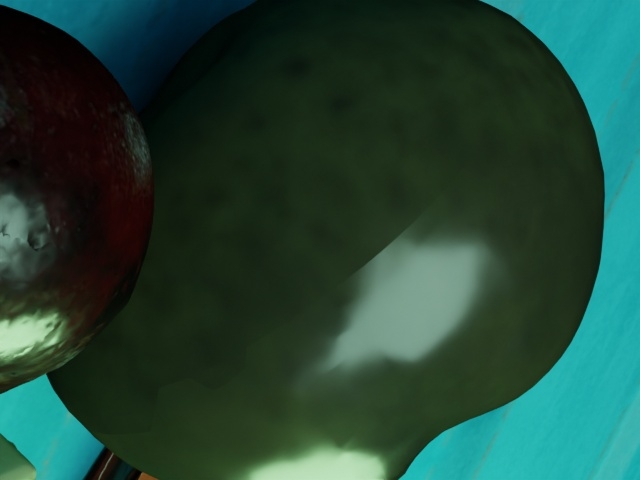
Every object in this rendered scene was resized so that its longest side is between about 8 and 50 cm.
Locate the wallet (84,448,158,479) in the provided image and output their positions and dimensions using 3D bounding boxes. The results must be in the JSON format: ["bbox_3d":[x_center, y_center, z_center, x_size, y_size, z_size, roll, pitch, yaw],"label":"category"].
[{"bbox_3d":[-0.098,0.212,1.220,0.142,0.045,0.204,-57,143,0],"label":"wallet"}]

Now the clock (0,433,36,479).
[{"bbox_3d":[-0.335,0.250,0.945,0.379,0.120,0.276,-18,132,-45],"label":"clock"}]

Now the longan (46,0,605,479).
[{"bbox_3d":[0.000,0.000,1.004,0.350,0.288,0.288,-37,138,-12],"label":"longan"}]

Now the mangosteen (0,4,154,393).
[{"bbox_3d":[-0.205,-0.049,0.824,0.235,0.235,0.261,4,69,-48],"label":"mangosteen"}]
